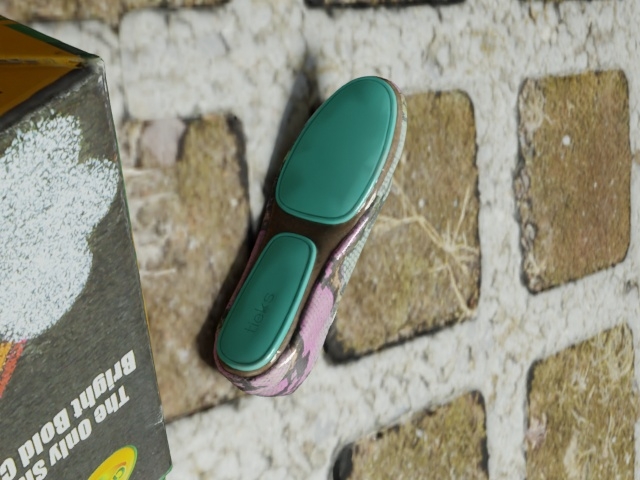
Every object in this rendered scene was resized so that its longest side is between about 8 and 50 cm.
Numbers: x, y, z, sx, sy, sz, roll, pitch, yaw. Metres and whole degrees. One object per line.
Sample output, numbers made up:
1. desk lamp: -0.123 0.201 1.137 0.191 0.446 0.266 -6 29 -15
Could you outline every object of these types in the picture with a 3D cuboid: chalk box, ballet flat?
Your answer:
1. chalk box: -0.186 0.061 0.441 0.180 0.179 0.289 -42 146 -37
2. ballet flat: 0.000 0.000 0.744 0.221 0.077 0.079 -66 153 -11
